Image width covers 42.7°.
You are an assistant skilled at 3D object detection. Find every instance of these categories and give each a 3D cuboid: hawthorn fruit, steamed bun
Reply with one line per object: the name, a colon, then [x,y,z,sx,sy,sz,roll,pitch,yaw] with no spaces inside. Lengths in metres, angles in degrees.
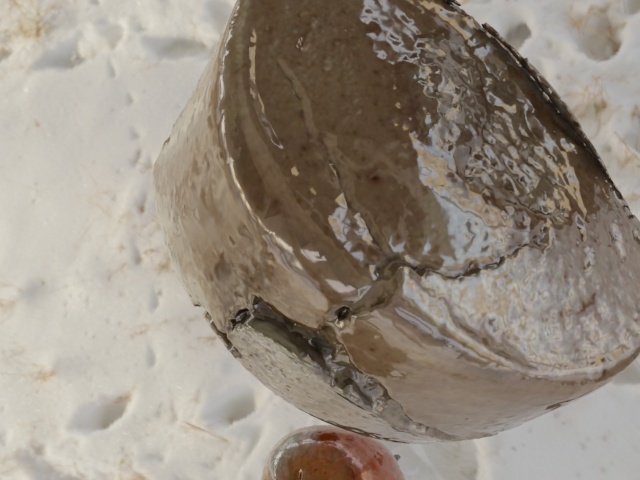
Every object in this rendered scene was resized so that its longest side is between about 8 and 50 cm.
hawthorn fruit: [0.032,0.404,1.241,0.231,0.262,0.235,-30,40,64]
steamed bun: [0.026,0.011,0.492,0.301,0.251,0.199,44,50,-2]
